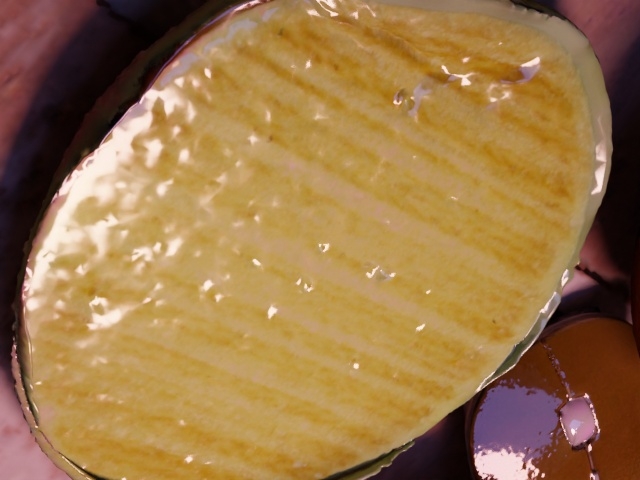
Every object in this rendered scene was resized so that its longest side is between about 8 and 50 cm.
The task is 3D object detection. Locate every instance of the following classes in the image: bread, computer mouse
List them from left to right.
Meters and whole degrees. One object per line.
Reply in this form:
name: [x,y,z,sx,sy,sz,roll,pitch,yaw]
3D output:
bread: [-0.001,0.005,0.803,0.301,0.045,0.301,-18,131,-22]
computer mouse: [0.141,0.144,1.009,0.126,0.056,0.245,-28,133,-17]

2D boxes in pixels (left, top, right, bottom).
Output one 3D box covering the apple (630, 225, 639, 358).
apple: [0.261,0.027,0.889,0.218,0.218,0.201,-29,140,-15]
